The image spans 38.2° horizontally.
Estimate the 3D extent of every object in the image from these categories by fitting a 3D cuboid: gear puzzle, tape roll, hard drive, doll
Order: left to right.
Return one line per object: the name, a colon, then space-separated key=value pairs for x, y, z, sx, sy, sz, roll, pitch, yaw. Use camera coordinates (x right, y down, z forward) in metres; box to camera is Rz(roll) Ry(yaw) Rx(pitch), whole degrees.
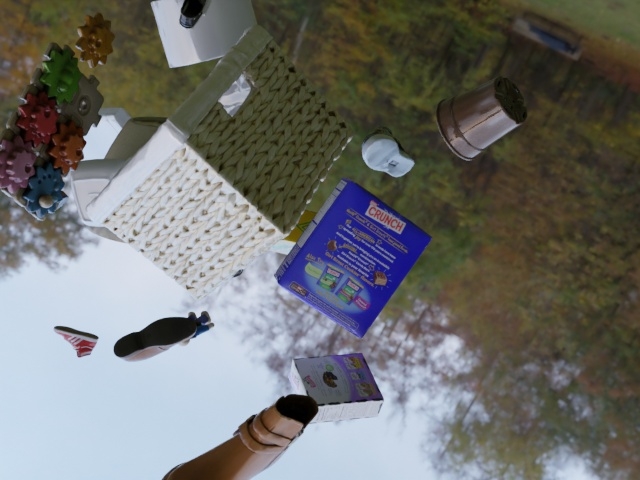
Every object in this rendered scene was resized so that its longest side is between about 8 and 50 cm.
gear puzzle: x=-0.390 y=-0.203 z=1.439 sx=0.044 sy=0.338 sz=0.175 roll=12 pitch=158 yaw=24
hard drive: x=-0.605 y=-0.274 z=2.572 sx=0.353 sy=0.047 sz=0.233 roll=6 pitch=144 yaw=41
doll: x=-0.341 y=0.232 z=2.446 sx=0.129 sy=0.046 sz=0.189 roll=-5 pitch=-168 yaw=10
tape roll: x=-0.285 y=-0.549 z=2.318 sx=0.246 sy=0.169 sz=0.246 roll=-13 pitch=-163 yaw=4

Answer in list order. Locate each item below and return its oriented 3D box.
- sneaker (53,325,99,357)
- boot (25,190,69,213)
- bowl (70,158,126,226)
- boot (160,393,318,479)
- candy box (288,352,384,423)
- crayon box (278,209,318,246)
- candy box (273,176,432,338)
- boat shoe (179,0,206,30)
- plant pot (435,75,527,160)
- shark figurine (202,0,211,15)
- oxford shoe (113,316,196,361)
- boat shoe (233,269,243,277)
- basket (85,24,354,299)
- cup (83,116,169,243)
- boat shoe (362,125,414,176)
sneaker: x=-0.646 y=0.266 z=2.413 sx=0.119 sy=0.067 sz=0.042 roll=20 pitch=-170 yaw=-20
boot: x=-0.748 y=-0.131 z=2.415 sx=0.106 sy=0.082 sz=0.219 roll=47 pitch=-175 yaw=3
bowl: x=-0.431 y=-0.087 z=1.832 sx=0.142 sy=0.142 sz=0.053 roll=0 pitch=-156 yaw=21
boot: x=-0.132 y=0.365 z=1.570 sx=0.109 sy=0.220 sz=0.283 roll=55 pitch=-153 yaw=18
candy box: x=0.037 y=0.371 z=2.329 sx=0.196 sy=0.070 sz=0.164 roll=-2 pitch=-140 yaw=-21
crayon box: x=0.000 y=0.000 z=2.650 sx=0.313 sy=0.106 sz=0.363 roll=13 pitch=173 yaw=-17
candy box: x=0.081 y=0.041 z=2.332 sx=0.268 sy=0.317 sz=0.122 roll=35 pitch=-176 yaw=-15
boat shoe: x=-0.268 y=-0.514 z=1.997 sx=0.049 sy=0.042 sz=0.133 roll=22 pitch=-122 yaw=-5
plant pot: x=0.391 y=-0.300 z=2.206 sx=0.167 sy=0.165 sz=0.166 roll=23 pitch=-126 yaw=-36
shark figurine: x=-0.179 y=-0.525 z=1.698 sx=0.116 sy=0.166 sz=0.278 roll=33 pitch=156 yaw=-34
oxford shoe: x=-0.392 y=0.243 z=2.251 sx=0.076 sy=0.212 sz=0.076 roll=57 pitch=-162 yaw=-55
boat shoe: x=-0.292 y=0.065 z=2.480 sx=0.229 sy=0.080 sz=0.076 roll=24 pitch=-165 yaw=-41
basket: x=-0.164 y=-0.129 z=1.593 sx=0.266 sy=0.331 sz=0.328 roll=42 pitch=-133 yaw=-11
cup: x=-0.339 y=-0.140 z=2.013 sx=0.331 sy=0.236 sz=0.331 roll=7 pitch=-166 yaw=-2
boat shoe: x=0.103 y=-0.171 z=1.662 sx=0.083 sy=0.065 sz=0.183 roll=54 pitch=-168 yaw=22
